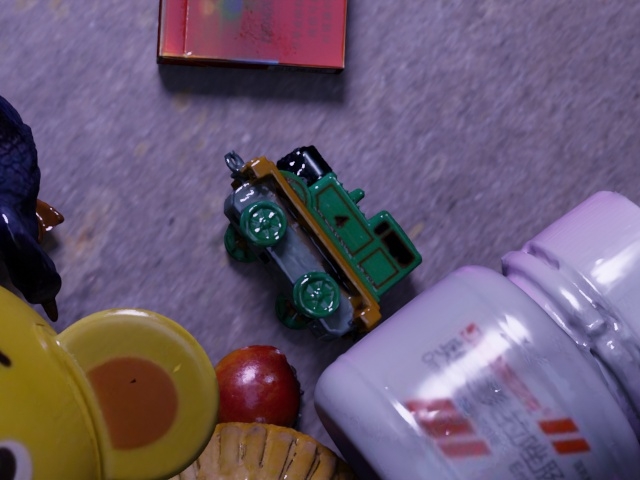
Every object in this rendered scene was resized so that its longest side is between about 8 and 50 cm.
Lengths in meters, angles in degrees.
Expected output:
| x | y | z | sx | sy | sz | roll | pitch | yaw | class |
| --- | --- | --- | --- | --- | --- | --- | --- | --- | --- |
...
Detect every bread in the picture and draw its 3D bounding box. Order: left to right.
| x | y | z | sx | sy | sz | roll | pitch | yaw | class |
| --- | --- | --- | --- | --- | --- | --- | --- | --- | --- |
| -0.061 | 0.276 | 1.637 | 0.240 | 0.139 | 0.240 | 0 | 96 | -3 | bread |

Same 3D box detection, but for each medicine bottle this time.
| x | y | z | sx | sy | sz | roll | pitch | yaw | class |
| --- | --- | --- | --- | --- | --- | --- | --- | --- | --- |
| 0.186 | 0.133 | 1.622 | 0.325 | 0.256 | 0.256 | -36 | 90 | -7 | medicine bottle |

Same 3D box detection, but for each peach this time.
| x | y | z | sx | sy | sz | roll | pitch | yaw | class |
| --- | --- | --- | --- | --- | --- | --- | --- | --- | --- |
| -0.060 | 0.142 | 1.693 | 0.098 | 0.061 | 0.098 | 0 | 86 | 1 | peach |

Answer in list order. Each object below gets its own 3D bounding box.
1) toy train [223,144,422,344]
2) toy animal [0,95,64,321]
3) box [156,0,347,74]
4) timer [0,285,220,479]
| x | y | z | sx | sy | sz | roll | pitch | yaw | class |
| --- | --- | --- | --- | --- | --- | --- | --- | --- | --- |
| 0.000 | 0.000 | 1.699 | 0.136 | 0.091 | 0.228 | -35 | 89 | -18 | toy train |
| -0.301 | -0.058 | 1.623 | 0.122 | 0.185 | 0.298 | -25 | 70 | -3 | toy animal |
| -0.063 | -0.215 | 1.723 | 0.175 | 0.048 | 0.112 | 4 | 87 | -6 | box |
| -0.317 | 0.148 | 1.460 | 0.376 | 0.376 | 0.387 | 39 | 102 | -2 | timer |
